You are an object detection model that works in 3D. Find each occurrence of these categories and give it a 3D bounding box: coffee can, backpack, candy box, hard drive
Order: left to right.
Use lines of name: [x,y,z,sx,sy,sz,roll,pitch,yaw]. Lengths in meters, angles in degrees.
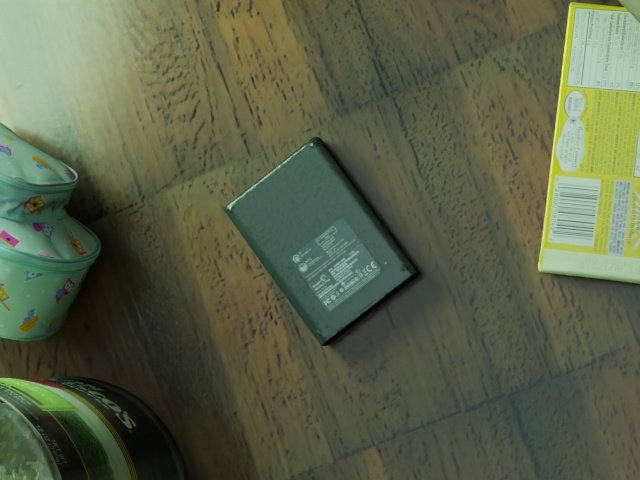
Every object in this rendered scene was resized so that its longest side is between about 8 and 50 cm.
backpack: [-0.263,-0.011,1.470,0.188,0.166,0.144,38,104,11]
coffee can: [-0.231,0.198,1.388,0.201,0.275,0.202,-1,85,13]
hard drive: [0.000,0.000,1.478,0.094,0.022,0.135,-38,78,8]
candy box: [0.227,-0.072,1.427,0.105,0.027,0.206,7,87,12]

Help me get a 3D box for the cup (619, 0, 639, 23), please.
cup: [0.330,-0.222,1.292,0.331,0.331,0.237,-21,106,11]
